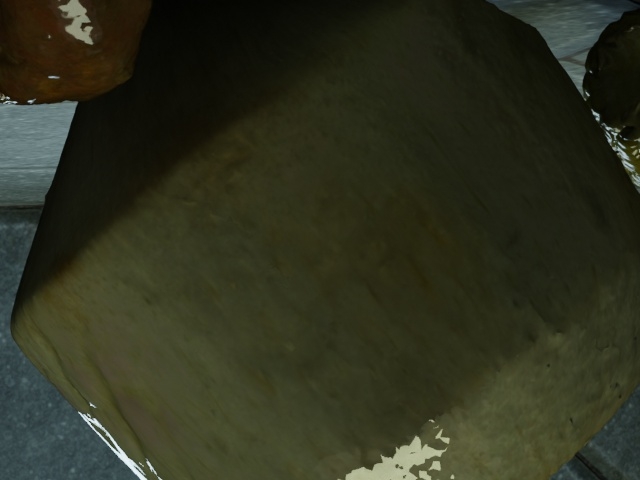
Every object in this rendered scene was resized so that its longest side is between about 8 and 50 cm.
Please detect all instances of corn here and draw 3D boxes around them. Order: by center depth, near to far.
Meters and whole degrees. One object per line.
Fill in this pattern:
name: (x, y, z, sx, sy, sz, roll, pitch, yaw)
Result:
corn: (0.263, -0.099, 1.316, 0.131, 0.131, 0.344, -3, 178, 14)

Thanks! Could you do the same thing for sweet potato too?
sweet potato: (-0.142, -0.114, 0.920, 0.106, 0.095, 0.354, 39, 166, -7)

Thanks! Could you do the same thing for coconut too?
coconut: (0.000, 0.000, 1.142, 0.415, 0.415, 0.344, -3, -173, 13)
